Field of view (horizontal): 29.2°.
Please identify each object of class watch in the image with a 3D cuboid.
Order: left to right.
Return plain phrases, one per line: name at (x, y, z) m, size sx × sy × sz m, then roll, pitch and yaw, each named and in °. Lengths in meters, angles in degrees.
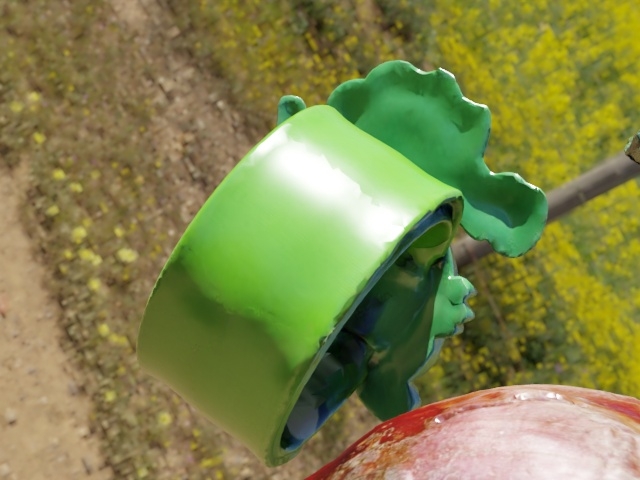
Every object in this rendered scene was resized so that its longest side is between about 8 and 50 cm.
watch at (0.000, 0.000, 0.498) m, size 0.131 × 0.165 × 0.152 m, roll 38°, pitch 13°, yaw 16°

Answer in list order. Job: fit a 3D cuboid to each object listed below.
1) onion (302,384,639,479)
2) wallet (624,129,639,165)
onion at (0.048, 0.114, 0.372) m, size 0.159 × 0.195 × 0.159 m, roll 16°, pitch 90°, yaw -86°
wallet at (0.258, -0.017, 0.489) m, size 0.236 × 0.160 × 0.055 m, roll 26°, pitch 69°, yaw -6°
